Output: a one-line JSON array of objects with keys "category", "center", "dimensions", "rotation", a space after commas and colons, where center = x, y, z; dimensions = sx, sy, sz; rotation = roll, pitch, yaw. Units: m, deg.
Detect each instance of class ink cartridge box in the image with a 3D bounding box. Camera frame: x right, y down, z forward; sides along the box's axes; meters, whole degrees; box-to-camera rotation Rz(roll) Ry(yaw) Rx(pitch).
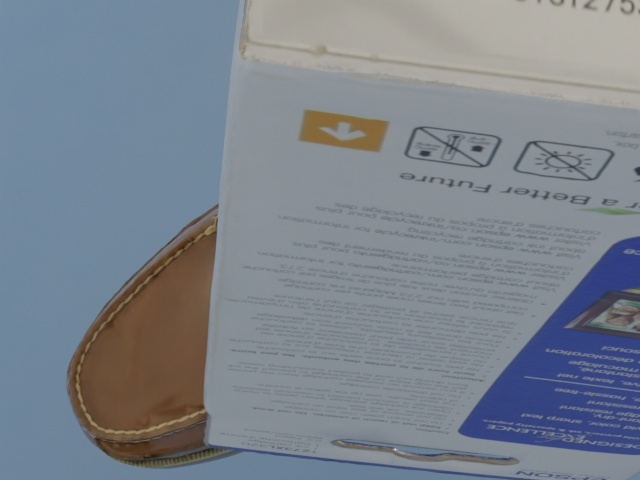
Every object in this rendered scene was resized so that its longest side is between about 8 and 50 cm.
[{"category": "ink cartridge box", "center": [0.056, 0.009, 0.487], "dimensions": [0.176, 0.371, 0.069], "rotation": [6, -112, -3]}]

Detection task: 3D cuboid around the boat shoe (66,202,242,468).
[{"category": "boat shoe", "center": [0.000, 0.000, 0.685], "dimensions": [0.307, 0.104, 0.110], "rotation": [-33, -110, 16]}]
